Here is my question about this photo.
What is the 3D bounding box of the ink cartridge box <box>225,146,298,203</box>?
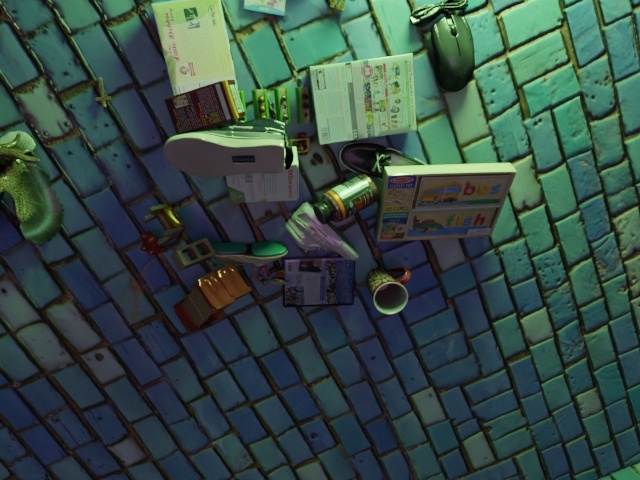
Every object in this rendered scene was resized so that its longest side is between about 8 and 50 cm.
[{"bbox_3d":[-0.173,-0.197,1.275,0.212,0.093,0.154,-2,142,-4],"label":"ink cartridge box"}]

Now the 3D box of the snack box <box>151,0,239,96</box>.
[{"bbox_3d":[-0.347,-0.514,1.211,0.187,0.060,0.322,-10,108,-4],"label":"snack box"}]

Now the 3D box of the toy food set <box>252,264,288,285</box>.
[{"bbox_3d":[-0.172,0.119,1.425,0.122,0.019,0.078,1,107,6],"label":"toy food set"}]

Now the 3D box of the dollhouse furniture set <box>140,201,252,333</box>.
[{"bbox_3d":[-0.410,0.078,1.324,0.201,0.152,0.374,-38,84,40],"label":"dollhouse furniture set"}]

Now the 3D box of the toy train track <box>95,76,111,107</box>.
[{"bbox_3d":[-0.636,-0.433,1.229,0.048,0.014,0.083,-3,101,2],"label":"toy train track"}]

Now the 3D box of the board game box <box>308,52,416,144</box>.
[{"bbox_3d":[0.127,-0.425,1.272,0.303,0.097,0.224,-8,108,-2],"label":"board game box"}]

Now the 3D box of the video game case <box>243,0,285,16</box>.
[{"bbox_3d":[-0.154,-0.736,1.191,0.119,0.015,0.166,5,106,-8],"label":"video game case"}]

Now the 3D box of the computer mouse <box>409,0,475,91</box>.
[{"bbox_3d":[0.392,-0.587,1.265,0.188,0.072,0.272,-21,107,-1],"label":"computer mouse"}]

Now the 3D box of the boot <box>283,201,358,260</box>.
[{"bbox_3d":[0.000,0.000,1.394,0.258,0.095,0.123,44,103,-7],"label":"boot"}]

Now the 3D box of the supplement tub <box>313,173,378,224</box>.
[{"bbox_3d":[0.076,-0.125,1.323,0.197,0.106,0.106,-30,108,-16],"label":"supplement tub"}]

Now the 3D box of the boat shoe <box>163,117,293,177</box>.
[{"bbox_3d":[-0.245,-0.266,1.164,0.340,0.158,0.127,3,133,-6],"label":"boat shoe"}]

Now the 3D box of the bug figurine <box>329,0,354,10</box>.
[{"bbox_3d":[0.039,-0.807,1.162,0.216,0.072,0.279,8,106,-8],"label":"bug figurine"}]

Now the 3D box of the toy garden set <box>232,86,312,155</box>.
[{"bbox_3d":[-0.136,-0.347,1.258,0.244,0.049,0.204,-11,113,-18],"label":"toy garden set"}]

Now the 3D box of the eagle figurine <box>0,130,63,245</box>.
[{"bbox_3d":[-0.908,-0.149,1.217,0.226,0.225,0.298,41,138,23],"label":"eagle figurine"}]

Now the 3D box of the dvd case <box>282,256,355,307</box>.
[{"bbox_3d":[-0.006,0.144,1.463,0.253,0.022,0.180,-1,107,-6],"label":"dvd case"}]

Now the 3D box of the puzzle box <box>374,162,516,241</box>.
[{"bbox_3d":[0.391,-0.118,1.356,0.408,0.052,0.272,-3,131,-5],"label":"puzzle box"}]

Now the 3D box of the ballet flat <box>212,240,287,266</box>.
[{"bbox_3d":[-0.234,0.048,1.389,0.248,0.086,0.086,3,106,-6],"label":"ballet flat"}]

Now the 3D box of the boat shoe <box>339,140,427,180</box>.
[{"bbox_3d":[0.211,-0.245,1.335,0.302,0.091,0.114,8,105,-9],"label":"boat shoe"}]

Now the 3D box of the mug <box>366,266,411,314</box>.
[{"bbox_3d":[0.232,0.156,1.415,0.150,0.169,0.113,-21,107,-1],"label":"mug"}]

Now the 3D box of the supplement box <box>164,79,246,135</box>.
[{"bbox_3d":[-0.317,-0.367,1.162,0.188,0.081,0.104,-12,109,12],"label":"supplement box"}]
